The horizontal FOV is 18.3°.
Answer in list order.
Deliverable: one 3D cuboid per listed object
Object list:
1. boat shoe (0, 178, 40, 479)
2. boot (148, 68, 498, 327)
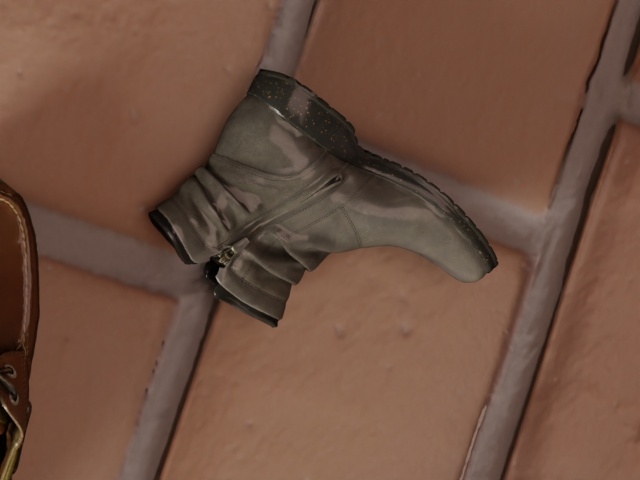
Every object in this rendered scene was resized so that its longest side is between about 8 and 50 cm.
[{"bbox_3d":[-0.237,0.107,1.339,0.111,0.104,0.307,7,91,-28],"label":"boat shoe"},{"bbox_3d":[0.000,0.000,1.480,0.246,0.083,0.161,36,85,-20],"label":"boot"}]
